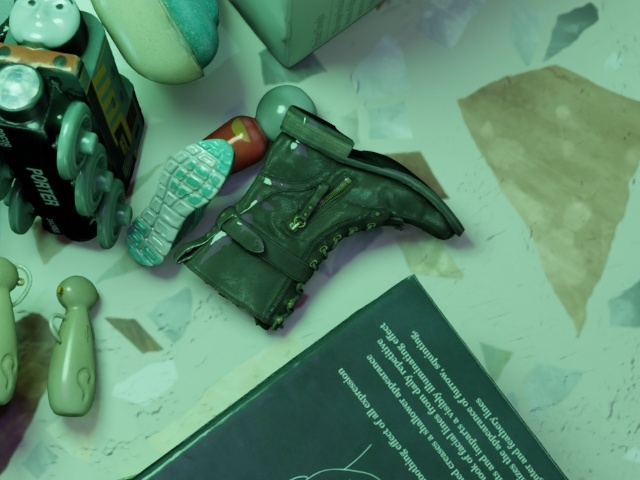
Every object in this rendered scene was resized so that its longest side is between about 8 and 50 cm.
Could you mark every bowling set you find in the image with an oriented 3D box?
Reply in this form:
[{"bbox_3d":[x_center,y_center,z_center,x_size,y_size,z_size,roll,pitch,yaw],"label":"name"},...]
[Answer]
[{"bbox_3d":[-0.386,0.100,1.670,0.200,0.287,0.154,-8,73,31],"label":"bowling set"}]

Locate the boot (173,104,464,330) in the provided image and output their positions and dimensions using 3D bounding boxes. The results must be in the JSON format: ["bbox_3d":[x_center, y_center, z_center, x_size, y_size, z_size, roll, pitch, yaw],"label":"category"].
[{"bbox_3d":[0.000,0.000,1.738,0.263,0.091,0.229,30,97,-16],"label":"boot"}]

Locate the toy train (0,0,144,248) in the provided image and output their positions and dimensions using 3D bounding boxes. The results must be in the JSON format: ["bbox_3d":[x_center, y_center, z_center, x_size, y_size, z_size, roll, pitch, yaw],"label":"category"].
[{"bbox_3d":[-0.265,-0.120,1.633,0.142,0.334,0.190,8,68,8],"label":"toy train"}]

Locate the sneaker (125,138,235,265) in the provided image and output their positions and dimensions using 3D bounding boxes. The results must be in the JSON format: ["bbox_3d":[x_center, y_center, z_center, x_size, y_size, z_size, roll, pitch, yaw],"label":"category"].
[{"bbox_3d":[-0.145,-0.048,1.723,0.065,0.076,0.166,44,111,5],"label":"sneaker"}]

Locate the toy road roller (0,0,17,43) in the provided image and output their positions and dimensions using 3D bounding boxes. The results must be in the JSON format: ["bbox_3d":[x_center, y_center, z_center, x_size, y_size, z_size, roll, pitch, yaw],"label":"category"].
[{"bbox_3d":[-0.438,-0.165,1.691,0.241,0.202,0.329,22,80,8],"label":"toy road roller"}]

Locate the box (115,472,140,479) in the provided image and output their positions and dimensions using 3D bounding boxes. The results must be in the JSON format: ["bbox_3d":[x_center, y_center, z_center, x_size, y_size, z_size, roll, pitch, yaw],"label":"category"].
[{"bbox_3d":[-0.150,0.356,1.693,0.087,0.058,0.232,-15,82,-4],"label":"box"}]

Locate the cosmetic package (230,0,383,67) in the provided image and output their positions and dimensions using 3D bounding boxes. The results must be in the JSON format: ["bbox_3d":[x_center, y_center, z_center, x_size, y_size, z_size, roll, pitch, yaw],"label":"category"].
[{"bbox_3d":[0.026,-0.450,1.677,0.394,0.329,0.327,-36,85,-7],"label":"cosmetic package"}]

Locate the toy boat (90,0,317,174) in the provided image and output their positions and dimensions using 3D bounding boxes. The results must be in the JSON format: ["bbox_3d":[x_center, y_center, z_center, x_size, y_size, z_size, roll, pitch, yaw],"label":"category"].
[{"bbox_3d":[-0.132,-0.216,1.712,0.148,0.267,0.318,-31,115,1],"label":"toy boat"}]

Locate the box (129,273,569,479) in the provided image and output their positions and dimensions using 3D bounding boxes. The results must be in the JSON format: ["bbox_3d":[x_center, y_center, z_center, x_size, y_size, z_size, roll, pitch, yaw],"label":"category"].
[{"bbox_3d":[0.006,0.274,1.595,0.395,0.212,0.293,-35,87,-16],"label":"box"}]
